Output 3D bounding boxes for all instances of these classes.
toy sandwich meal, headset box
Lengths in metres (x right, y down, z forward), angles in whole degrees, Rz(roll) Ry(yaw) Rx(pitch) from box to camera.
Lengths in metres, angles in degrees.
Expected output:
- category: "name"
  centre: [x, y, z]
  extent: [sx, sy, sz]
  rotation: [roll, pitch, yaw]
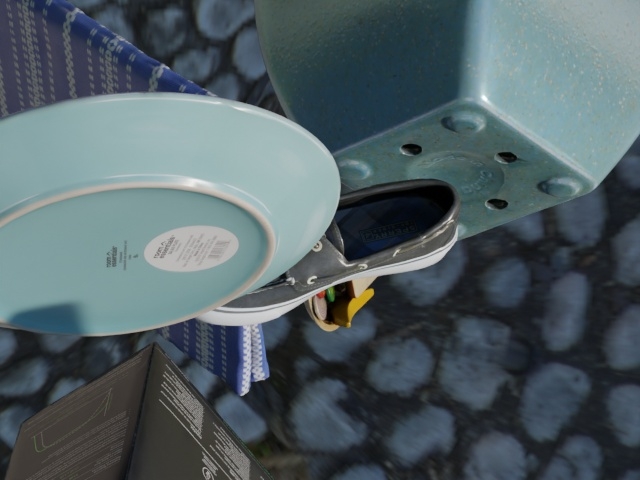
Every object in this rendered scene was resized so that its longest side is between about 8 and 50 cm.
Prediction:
- category: "toy sandwich meal"
  centre: [0.015, 0.020, 1.172]
  extent: [0.029, 0.085, 0.085]
  rotation: [1, 88, 25]
- category: "headset box"
  centre: [-0.101, 0.253, 1.207]
  extent: [0.131, 0.283, 0.246]
  rotation: [-32, 113, 16]

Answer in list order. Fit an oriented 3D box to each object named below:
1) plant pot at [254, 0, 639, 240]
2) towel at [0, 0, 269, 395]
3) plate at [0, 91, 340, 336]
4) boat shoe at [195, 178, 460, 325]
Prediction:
- category: "plant pot"
  centre: [0.103, -0.150, 1.283]
  extent: [0.247, 0.248, 0.252]
  rotation: [31, 53, -37]
- category: "towel"
  centre: [-0.158, -0.067, 1.143]
  extent: [0.336, 0.243, 0.040]
  rotation: [34, 55, 27]
- category: "plate"
  centre: [-0.082, 0.001, 0.719]
  extent: [0.188, 0.188, 0.024]
  rotation: [-8, 61, -5]
- category: "boat shoe"
  centre: [0.000, 0.000, 0.839]
  extent: [0.142, 0.040, 0.049]
  rotation: [-16, 65, -17]
